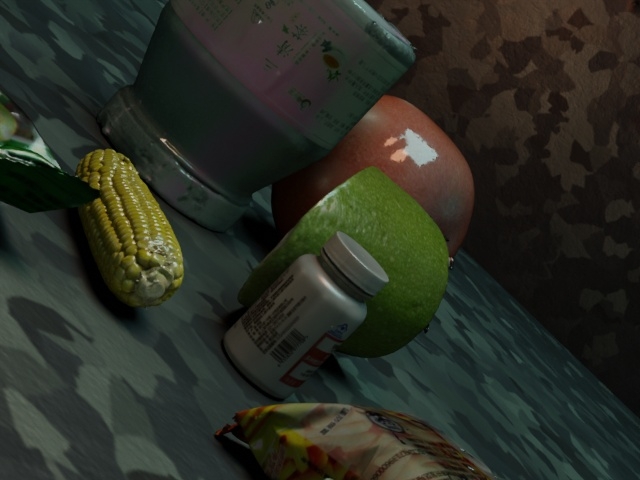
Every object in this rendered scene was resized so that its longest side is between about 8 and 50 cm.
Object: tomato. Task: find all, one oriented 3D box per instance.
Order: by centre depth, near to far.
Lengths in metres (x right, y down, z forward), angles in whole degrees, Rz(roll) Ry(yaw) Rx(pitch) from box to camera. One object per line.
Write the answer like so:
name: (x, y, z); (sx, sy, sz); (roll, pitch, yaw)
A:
tomato: (0.065, -0.050, 1.479); (0.224, 0.256, 0.256); (33, 1, 41)

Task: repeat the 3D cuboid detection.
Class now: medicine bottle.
medicine bottle: (-0.011, 0.062, 1.042); (0.079, 0.140, 0.079); (42, 10, -10)
medicine bottle: (-0.077, -0.177, 1.320); (0.245, 0.290, 0.245); (41, 12, -11)

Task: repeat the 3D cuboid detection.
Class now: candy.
candy: (-0.257, -0.083, 0.872); (0.141, 0.078, 0.203); (50, -7, -36)

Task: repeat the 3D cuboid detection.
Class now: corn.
corn: (-0.159, -0.013, 0.983); (0.067, 0.067, 0.206); (36, 12, -35)

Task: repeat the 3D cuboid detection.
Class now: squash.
squash: (0.000, 0.000, 1.196); (0.260, 0.189, 0.189); (33, 15, -47)

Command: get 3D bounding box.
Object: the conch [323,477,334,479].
conch: (0.062, 0.241, 0.512); (0.386, 0.203, 0.170); (-122, -168, -60)

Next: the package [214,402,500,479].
package: (0.076, 0.195, 0.861); (0.288, 0.108, 0.223); (28, 0, 40)
